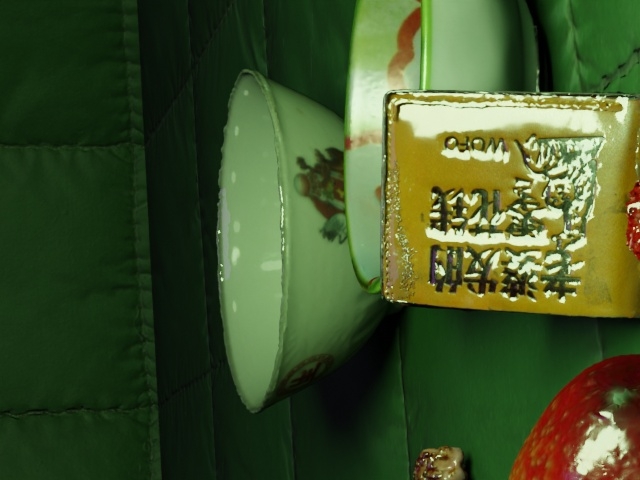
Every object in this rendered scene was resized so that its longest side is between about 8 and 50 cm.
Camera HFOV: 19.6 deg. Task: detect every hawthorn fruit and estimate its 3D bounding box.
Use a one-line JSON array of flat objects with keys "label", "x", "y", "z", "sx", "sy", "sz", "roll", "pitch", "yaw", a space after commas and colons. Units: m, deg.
[{"label": "hawthorn fruit", "x": 0.202, "y": 0.135, "z": 1.096, "sx": 0.194, "sy": 0.157, "sz": 0.157, "roll": -62, "pitch": 27, "yaw": 26}]

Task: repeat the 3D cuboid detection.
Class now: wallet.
[{"label": "wallet", "x": 0.133, "y": -0.024, "z": 1.279, "sx": 0.042, "sy": 0.195, "sz": 0.161, "roll": -24, "pitch": -65, "yaw": -65}]

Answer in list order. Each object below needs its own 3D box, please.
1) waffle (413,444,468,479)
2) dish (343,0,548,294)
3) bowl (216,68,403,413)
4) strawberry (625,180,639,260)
[{"label": "waffle", "x": 0.107, "y": 0.309, "z": 1.636, "sx": 0.221, "sy": 0.055, "sz": 0.234, "roll": 105, "pitch": 163, "yaw": -51}, {"label": "dish", "x": 0.106, "y": -0.114, "z": 1.484, "sx": 0.324, "sy": 0.124, "sz": 0.324, "roll": -176, "pitch": 90, "yaw": -81}, {"label": "bowl", "x": 0.000, "y": 0.000, "z": 1.816, "sx": 0.337, "sy": 0.157, "sz": 0.337, "roll": 179, "pitch": 90, "yaw": -76}, {"label": "strawberry", "x": 0.223, "y": -0.001, "z": 1.144, "sx": 0.073, "sy": 0.073, "sz": 0.083, "roll": -108, "pitch": 9, "yaw": -49}]
